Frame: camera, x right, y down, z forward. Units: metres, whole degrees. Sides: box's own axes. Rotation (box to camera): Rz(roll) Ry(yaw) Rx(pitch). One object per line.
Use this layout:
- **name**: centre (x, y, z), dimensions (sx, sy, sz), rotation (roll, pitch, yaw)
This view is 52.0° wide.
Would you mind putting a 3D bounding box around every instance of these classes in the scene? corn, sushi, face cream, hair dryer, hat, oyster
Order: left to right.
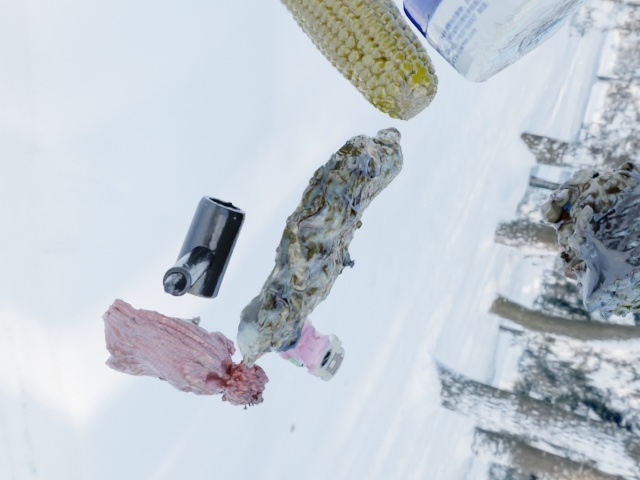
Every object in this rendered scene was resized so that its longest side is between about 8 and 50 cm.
- **hat**: centre (-0.219, 0.194, 1.088), dimensions (0.237, 0.286, 0.107), rotation (106, 5, -58)
- **hair dryer**: centre (-0.146, 0.018, 0.790), dimensions (0.255, 0.069, 0.129), rotation (-108, -140, -83)
- **oyster**: centre (0.008, -0.015, 0.829), dimensions (0.396, 0.110, 0.204), rotation (-59, 178, -11)
- **corn**: centre (0.029, -0.286, 0.812), dimensions (0.119, 0.322, 0.119), rotation (-33, 166, -9)
- **face cream**: centre (0.185, -0.243, 0.595), dimensions (0.205, 0.111, 0.206), rotation (-37, 173, -6)
- **sushi**: centre (0.432, -0.018, 0.923), dimensions (0.238, 0.224, 0.219), rotation (60, 8, -53)

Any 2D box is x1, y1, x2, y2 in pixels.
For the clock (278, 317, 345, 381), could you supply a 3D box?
- **clock**: centre (-0.056, 0.217, 1.412), dimensions (0.100, 0.195, 0.194), rotation (-59, 160, -13)
